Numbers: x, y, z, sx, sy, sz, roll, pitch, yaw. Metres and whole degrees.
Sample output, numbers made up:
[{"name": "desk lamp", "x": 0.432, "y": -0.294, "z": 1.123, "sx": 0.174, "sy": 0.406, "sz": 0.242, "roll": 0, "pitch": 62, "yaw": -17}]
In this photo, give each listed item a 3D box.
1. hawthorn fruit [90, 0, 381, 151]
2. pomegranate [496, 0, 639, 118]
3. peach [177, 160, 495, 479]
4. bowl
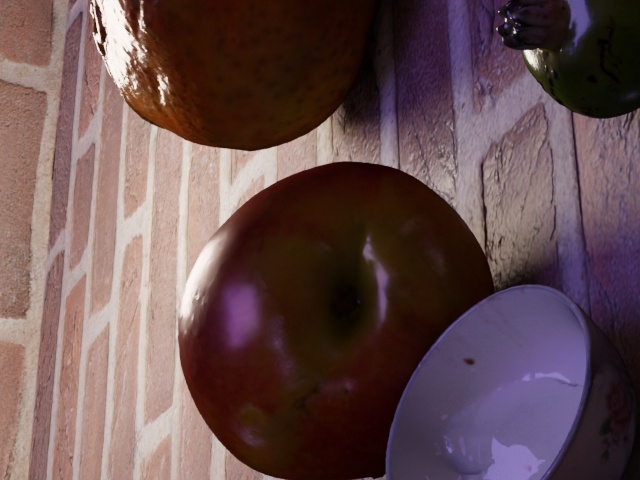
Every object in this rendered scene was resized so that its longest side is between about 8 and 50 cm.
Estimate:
[{"name": "hawthorn fruit", "x": -0.139, "y": -0.355, "z": 2.291, "sx": 0.472, "sy": 0.471, "sz": 0.472, "roll": -43, "pitch": 41, "yaw": 54}, {"name": "pomegranate", "x": 0.263, "y": -0.213, "z": 1.575, "sx": 0.180, "sy": 0.209, "sz": 0.180, "roll": 10, "pitch": 102, "yaw": 59}, {"name": "peach", "x": 0.016, "y": 0.104, "z": 1.807, "sx": 0.388, "sy": 0.388, "sz": 0.388, "roll": -43, "pitch": 41, "yaw": 54}, {"name": "bowl", "x": 0.205, "y": 0.195, "z": 1.543, "sx": 0.277, "sy": 0.145, "sz": 0.277, "roll": -37, "pitch": 34, "yaw": 30}]
